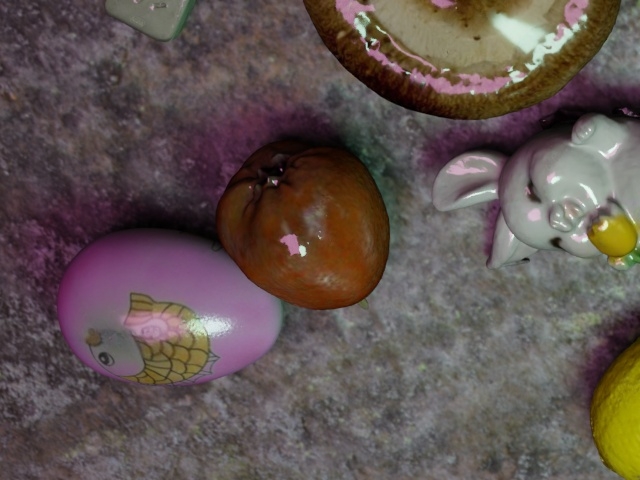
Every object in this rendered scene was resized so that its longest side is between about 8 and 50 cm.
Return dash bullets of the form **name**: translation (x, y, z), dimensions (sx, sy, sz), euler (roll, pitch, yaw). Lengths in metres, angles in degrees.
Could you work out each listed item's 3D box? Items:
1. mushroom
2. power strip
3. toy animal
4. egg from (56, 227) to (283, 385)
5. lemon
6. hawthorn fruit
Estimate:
- **mushroom**: translation (0.144, -0.288, 1.624), dimensions (0.345, 0.239, 0.345), euler (11, 110, 33)
- **power strip**: translation (-0.150, -0.362, 1.747), dimensions (0.093, 0.053, 0.288), euler (28, 119, 2)
- **toy animal**: translation (0.298, -0.048, 1.714), dimensions (0.325, 0.154, 0.208), euler (-10, 134, 41)
- **egg**: translation (-0.181, 0.078, 1.877), dimensions (0.271, 0.196, 0.196), euler (-9, 111, 7)
- **lemon**: translation (0.400, 0.192, 1.777), dimensions (0.180, 0.180, 0.193), euler (38, 86, -3)
- **hawthorn fruit**: translation (0.000, 0.000, 1.806), dimensions (0.199, 0.199, 0.251), euler (-21, 131, 23)
